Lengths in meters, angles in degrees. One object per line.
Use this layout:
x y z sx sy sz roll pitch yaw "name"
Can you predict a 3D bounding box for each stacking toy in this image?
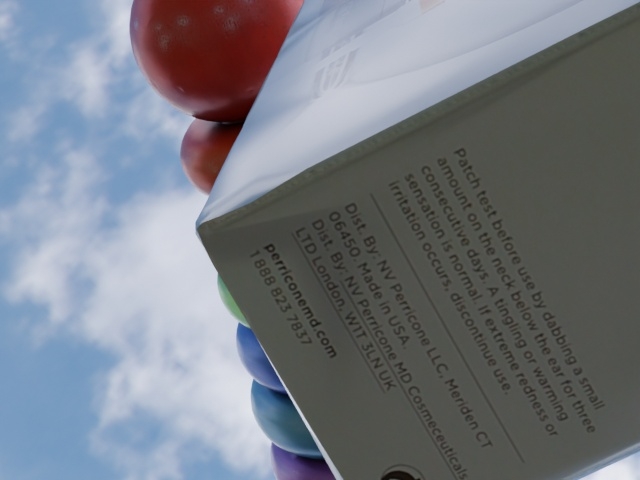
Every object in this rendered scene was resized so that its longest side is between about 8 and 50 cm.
0.000 0.000 0.925 0.141 0.141 0.330 -15 -66 13 "stacking toy"

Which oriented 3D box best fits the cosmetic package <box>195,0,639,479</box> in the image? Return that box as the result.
0.134 -0.091 0.521 0.284 0.377 0.097 -24 -74 14 "cosmetic package"
